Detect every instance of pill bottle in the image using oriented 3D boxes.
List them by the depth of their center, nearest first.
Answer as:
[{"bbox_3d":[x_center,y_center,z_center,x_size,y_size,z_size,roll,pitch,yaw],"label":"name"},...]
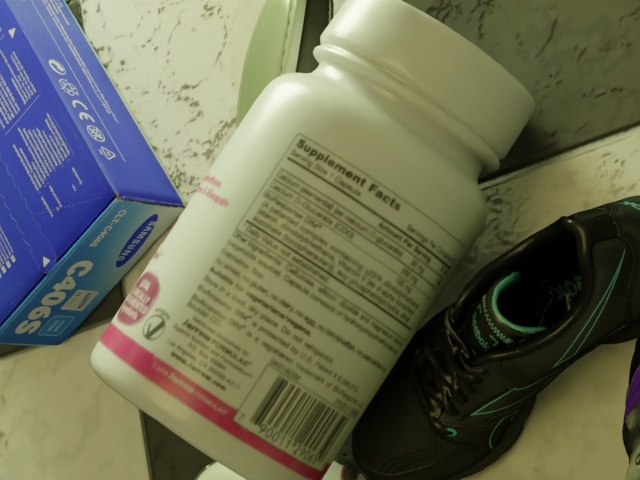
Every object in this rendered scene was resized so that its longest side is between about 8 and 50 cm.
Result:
[{"bbox_3d":[0.000,0.000,1.136,0.160,0.160,0.283,31,86,36],"label":"pill bottle"}]

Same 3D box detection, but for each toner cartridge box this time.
[{"bbox_3d":[-0.249,-0.104,1.429,0.165,0.075,0.348,-46,60,26],"label":"toner cartridge box"}]

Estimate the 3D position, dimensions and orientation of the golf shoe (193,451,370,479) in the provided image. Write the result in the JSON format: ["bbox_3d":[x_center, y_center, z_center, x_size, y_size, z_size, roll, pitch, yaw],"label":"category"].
[{"bbox_3d":[0.001,0.197,1.177,0.273,0.120,0.105,18,98,39],"label":"golf shoe"}]

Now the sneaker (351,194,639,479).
[{"bbox_3d":[0.100,0.059,1.121,0.267,0.106,0.101,-44,62,28],"label":"sneaker"}]

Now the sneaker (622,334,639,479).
[{"bbox_3d":[0.256,0.026,0.980,0.293,0.102,0.146,-44,31,41],"label":"sneaker"}]

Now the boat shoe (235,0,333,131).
[{"bbox_3d":[-0.018,-0.063,1.251,0.081,0.068,0.228,-168,88,-69],"label":"boat shoe"}]
